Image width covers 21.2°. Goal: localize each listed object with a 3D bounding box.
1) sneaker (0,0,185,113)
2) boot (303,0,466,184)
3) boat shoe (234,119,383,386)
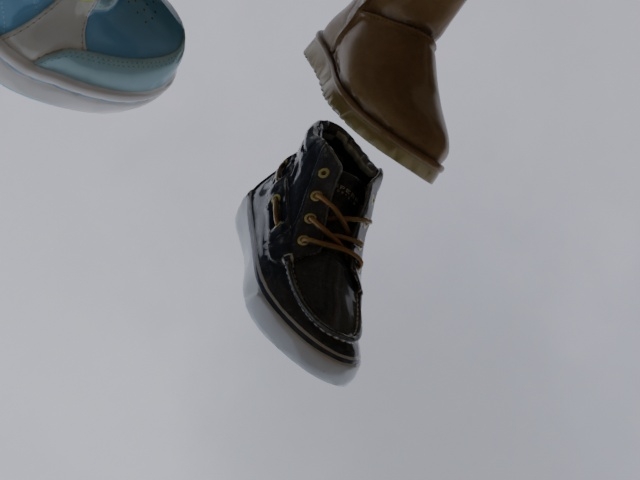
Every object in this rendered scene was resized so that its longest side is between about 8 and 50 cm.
[{"bbox_3d":[-0.149,-0.201,0.989,0.319,0.208,0.127,32,-137,-40],"label":"sneaker"},{"bbox_3d":[0.105,-0.204,1.324,0.089,0.269,0.236,28,-162,-34],"label":"boot"},{"bbox_3d":[0.000,0.000,0.959,0.065,0.083,0.183,27,-159,-27],"label":"boat shoe"}]
